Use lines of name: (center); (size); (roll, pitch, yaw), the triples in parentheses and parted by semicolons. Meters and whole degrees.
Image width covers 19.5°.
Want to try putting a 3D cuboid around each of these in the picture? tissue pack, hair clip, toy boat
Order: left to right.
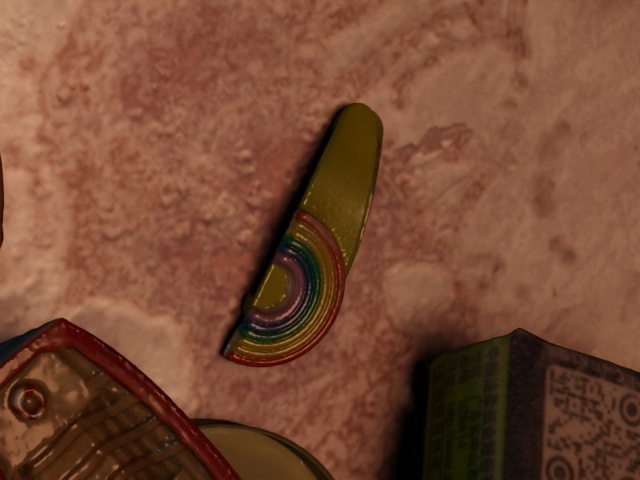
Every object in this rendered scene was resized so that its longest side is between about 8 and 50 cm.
toy boat: (-0.079, 0.216, 1.104); (0.136, 0.079, 0.392); (-42, 112, -21)
hair clip: (0.000, 0.000, 1.192); (0.060, 0.033, 0.188); (27, 80, -29)
tissue pack: (0.186, 0.283, 1.199); (0.288, 0.124, 0.394); (21, 61, -31)

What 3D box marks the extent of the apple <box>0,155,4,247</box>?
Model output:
apple: (-0.326, -0.022, 0.929); (0.293, 0.163, 0.251); (-11, 91, -43)

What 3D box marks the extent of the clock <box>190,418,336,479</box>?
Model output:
clock: (-0.077, 0.228, 1.166); (0.235, 0.029, 0.235); (-2, 95, -30)
